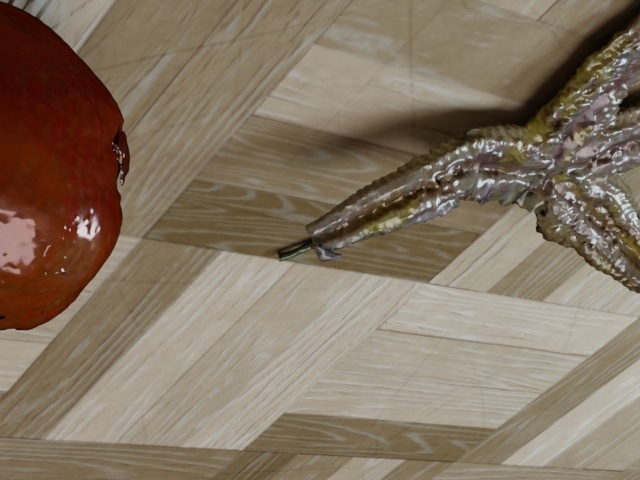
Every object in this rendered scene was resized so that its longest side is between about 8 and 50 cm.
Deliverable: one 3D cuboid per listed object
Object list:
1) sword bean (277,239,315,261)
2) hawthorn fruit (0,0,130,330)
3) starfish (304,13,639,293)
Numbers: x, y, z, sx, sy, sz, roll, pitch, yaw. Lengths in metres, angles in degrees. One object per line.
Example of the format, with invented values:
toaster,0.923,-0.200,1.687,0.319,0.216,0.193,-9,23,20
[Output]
sword bean,0.000,0.000,1.317,0.083,0.012,0.012,-24,149,4
hawthorn fruit,-0.262,-0.064,0.907,0.299,0.211,0.211,23,130,-32
starfish,0.243,-0.066,1.242,0.398,0.132,0.384,32,114,-35
